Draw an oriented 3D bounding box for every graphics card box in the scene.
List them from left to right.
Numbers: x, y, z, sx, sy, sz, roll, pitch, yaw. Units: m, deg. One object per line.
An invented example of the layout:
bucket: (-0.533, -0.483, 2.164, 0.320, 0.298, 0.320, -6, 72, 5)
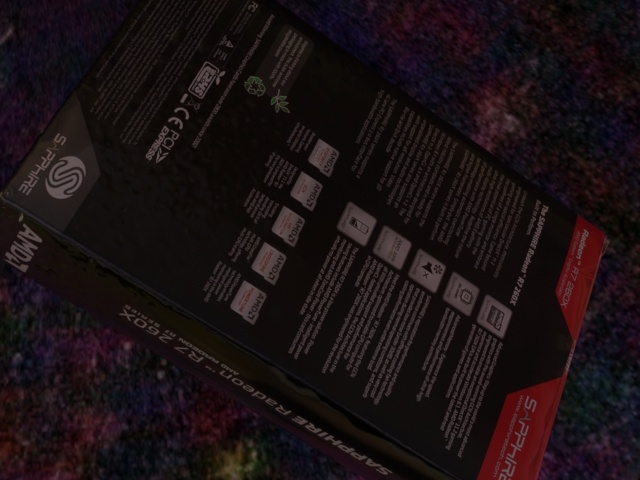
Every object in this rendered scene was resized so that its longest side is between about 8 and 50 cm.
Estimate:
graphics card box: (0.000, 0.000, 0.658, 0.371, 0.233, 0.094, 33, 150, -13)
